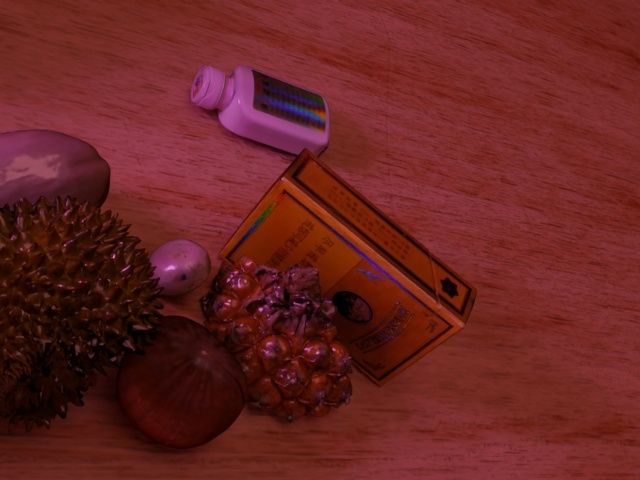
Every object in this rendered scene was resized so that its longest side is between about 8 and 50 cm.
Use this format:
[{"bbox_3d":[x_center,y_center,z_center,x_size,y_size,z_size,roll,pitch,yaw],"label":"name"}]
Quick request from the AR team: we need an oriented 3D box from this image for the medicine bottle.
[{"bbox_3d":[-0.091,-0.209,1.334,0.219,0.078,0.115,16,52,-27],"label":"medicine bottle"}]

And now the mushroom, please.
[{"bbox_3d":[-0.181,0.037,1.088,0.084,0.067,0.083,-2,40,2],"label":"mushroom"}]

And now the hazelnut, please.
[{"bbox_3d":[-0.152,0.153,0.963,0.150,0.150,0.150,20,48,-24],"label":"hazelnut"}]

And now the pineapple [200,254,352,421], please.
[{"bbox_3d":[-0.053,0.119,1.058,0.250,0.164,0.140,51,51,2],"label":"pineapple"}]

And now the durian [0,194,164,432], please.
[{"bbox_3d":[-0.290,0.064,0.857,0.293,0.258,0.258,-13,67,-45],"label":"durian"}]

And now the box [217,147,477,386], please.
[{"bbox_3d":[0.033,0.044,1.149,0.301,0.193,0.084,39,44,-6],"label":"box"}]

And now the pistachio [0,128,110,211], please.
[{"bbox_3d":[-0.348,-0.059,0.986,0.215,0.144,0.144,-21,72,-31],"label":"pistachio"}]
